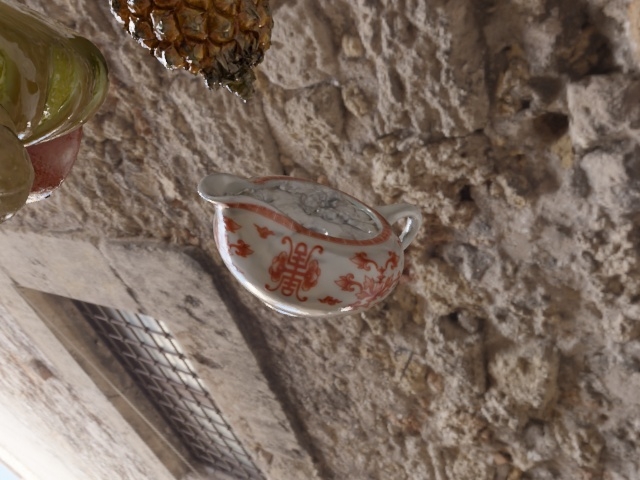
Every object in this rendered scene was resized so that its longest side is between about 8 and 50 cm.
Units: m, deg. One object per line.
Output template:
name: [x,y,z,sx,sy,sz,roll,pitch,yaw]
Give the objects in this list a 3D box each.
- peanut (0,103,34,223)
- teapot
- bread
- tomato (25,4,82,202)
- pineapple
peanut: [-0.237,-0.058,0.353,0.089,0.193,0.089,-20,-54,-30]
teapot: [0.000,0.000,0.476,0.245,0.159,0.116,-10,-63,-46]
bread: [-0.366,-0.176,0.522,0.333,0.333,0.160,8,-70,-55]
tomato: [-0.515,-0.200,0.818,0.170,0.309,0.309,-7,-78,-66]
pineapple: [-0.172,-0.425,1.020,0.344,0.209,0.286,-27,-101,-31]
